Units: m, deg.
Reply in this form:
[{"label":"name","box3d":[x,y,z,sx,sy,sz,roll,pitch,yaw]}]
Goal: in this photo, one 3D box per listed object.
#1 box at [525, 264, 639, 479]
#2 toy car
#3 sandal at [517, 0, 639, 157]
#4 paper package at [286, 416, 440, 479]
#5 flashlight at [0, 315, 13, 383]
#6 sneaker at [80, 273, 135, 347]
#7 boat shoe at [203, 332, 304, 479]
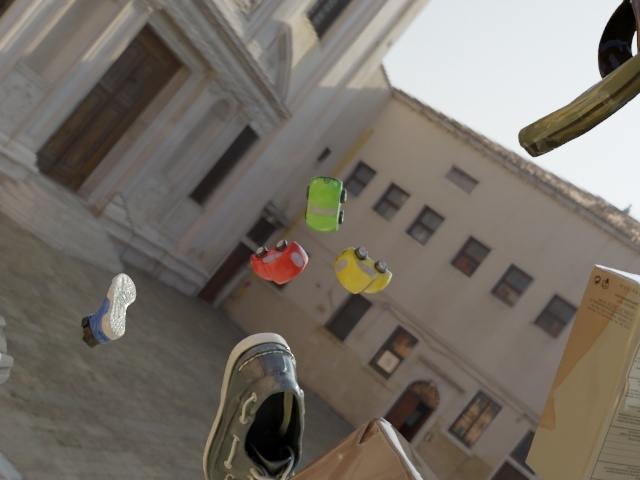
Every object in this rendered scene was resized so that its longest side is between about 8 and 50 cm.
[{"label":"box","box3d":[0.416,0.206,1.032,0.148,0.311,0.121,14,9,-20]},{"label":"toy car","box3d":[0.000,0.000,1.187,0.239,0.053,0.225,7,-48,5]},{"label":"sandal","box3d":[0.297,-0.188,0.694,0.086,0.303,0.120,54,-12,6]},{"label":"paper package","box3d":[0.043,0.382,0.659,0.325,0.309,0.168,54,-2,-10]},{"label":"flashlight","box3d":[-0.297,0.072,0.487,0.103,0.103,0.304,20,-9,0]},{"label":"sneaker","box3d":[-0.387,0.128,1.348,0.058,0.085,0.152,48,25,-36]},{"label":"boat shoe","box3d":[-0.081,0.274,0.972,0.116,0.319,0.099,-4,31,-24]}]
